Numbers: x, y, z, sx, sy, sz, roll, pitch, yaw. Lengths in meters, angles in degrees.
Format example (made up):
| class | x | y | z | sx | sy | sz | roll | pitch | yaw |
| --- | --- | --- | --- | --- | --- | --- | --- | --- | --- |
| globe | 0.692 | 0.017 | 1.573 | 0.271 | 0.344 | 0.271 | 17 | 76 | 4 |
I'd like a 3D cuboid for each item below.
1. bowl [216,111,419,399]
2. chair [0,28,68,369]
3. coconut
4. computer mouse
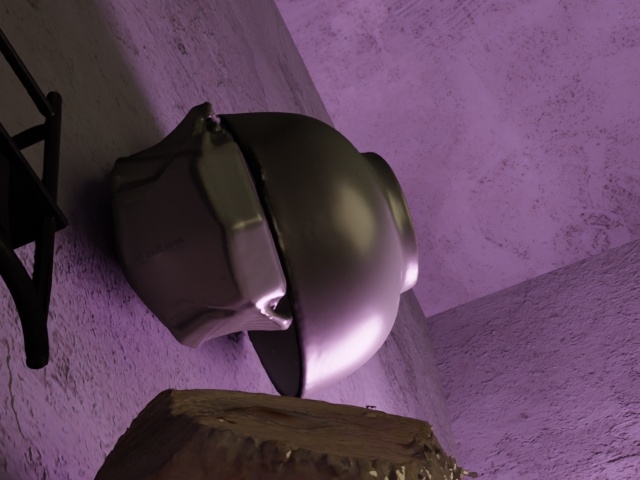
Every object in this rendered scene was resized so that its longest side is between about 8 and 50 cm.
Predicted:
| class | x | y | z | sx | sy | sz | roll | pitch | yaw |
| --- | --- | --- | --- | --- | --- | --- | --- | --- | --- |
| bowl | 0.000 | 0.000 | 1.554 | 0.354 | 0.185 | 0.353 | 163 | -90 | -76 |
| chair | -0.239 | -0.042 | 0.777 | 0.260 | 0.141 | 0.154 | -102 | 167 | -52 |
| coconut | -0.034 | 0.242 | 0.905 | 0.297 | 0.297 | 0.254 | 18 | 80 | -78 |
| computer mouse | -0.133 | -0.003 | 1.316 | 0.429 | 0.146 | 0.228 | 180 | -112 | -84 |
